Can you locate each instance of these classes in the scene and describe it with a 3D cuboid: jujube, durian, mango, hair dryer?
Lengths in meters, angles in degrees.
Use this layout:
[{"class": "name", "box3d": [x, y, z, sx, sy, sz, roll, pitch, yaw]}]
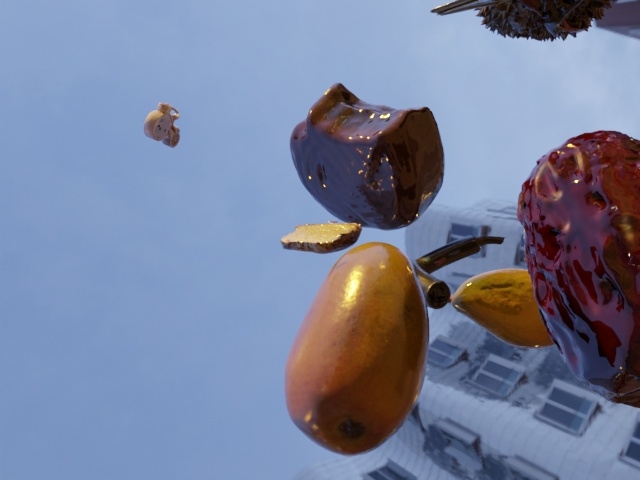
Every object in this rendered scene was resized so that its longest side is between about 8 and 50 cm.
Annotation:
[{"class": "jujube", "box3d": [0.397, 0.040, 0.808, 0.258, 0.258, 0.376, -7, -116, -35]}, {"class": "durian", "box3d": [0.512, -0.608, 1.342, 0.348, 0.384, 0.347, 19, -119, -40]}, {"class": "mango", "box3d": [0.452, 0.153, 1.383, 0.317, 0.119, 0.176, 14, -89, -6]}, {"class": "mango", "box3d": [0.057, 0.132, 0.841, 0.173, 0.211, 0.317, 24, -125, -13]}, {"class": "hair dryer", "box3d": [0.230, 0.035, 1.093, 0.272, 0.235, 0.091, -27, -76, -15]}]

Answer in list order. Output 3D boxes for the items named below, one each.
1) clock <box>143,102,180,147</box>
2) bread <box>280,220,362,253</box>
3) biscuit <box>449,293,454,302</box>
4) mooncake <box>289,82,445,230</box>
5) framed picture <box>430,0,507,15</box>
[{"class": "clock", "box3d": [-0.350, -0.257, 1.377, 0.087, 0.041, 0.129, -65, -14, -5]}, {"class": "bread", "box3d": [0.000, 0.000, 1.067, 0.126, 0.129, 0.044, -30, -60, -59]}, {"class": "biscuit", "box3d": [0.304, 0.151, 1.581, 0.078, 0.091, 0.015, -27, -61, -66]}, {"class": "mooncake", "box3d": [0.097, -0.170, 1.270, 0.326, 0.334, 0.174, 44, -119, 6]}, {"class": "framed picture", "box3d": [0.342, -0.415, 0.995, 0.296, 0.232, 0.019, -32, -70, -48]}]
